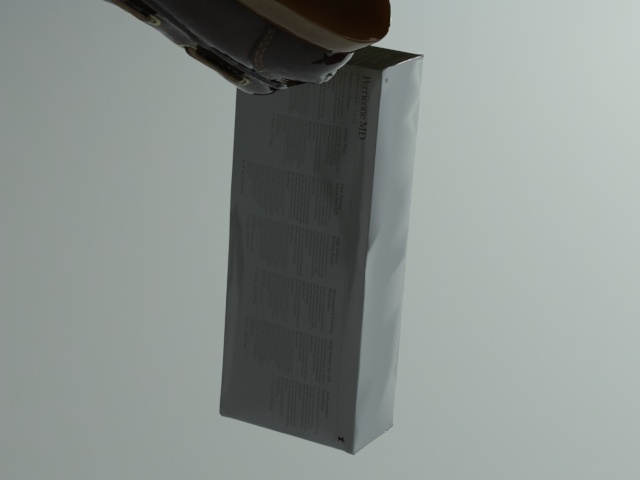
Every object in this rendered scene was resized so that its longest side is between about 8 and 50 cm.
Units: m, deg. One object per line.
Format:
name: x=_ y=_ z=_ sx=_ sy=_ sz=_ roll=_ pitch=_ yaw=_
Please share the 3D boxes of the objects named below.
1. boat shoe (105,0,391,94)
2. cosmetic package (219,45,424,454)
boat shoe: x=-0.068 y=-0.112 z=0.668 sx=0.073 sy=0.073 sz=0.207 roll=-22 pitch=136 yaw=38
cosmetic package: x=0.000 y=0.000 z=1.136 sx=0.099 sy=0.239 sz=0.060 roll=15 pitch=-159 yaw=29
